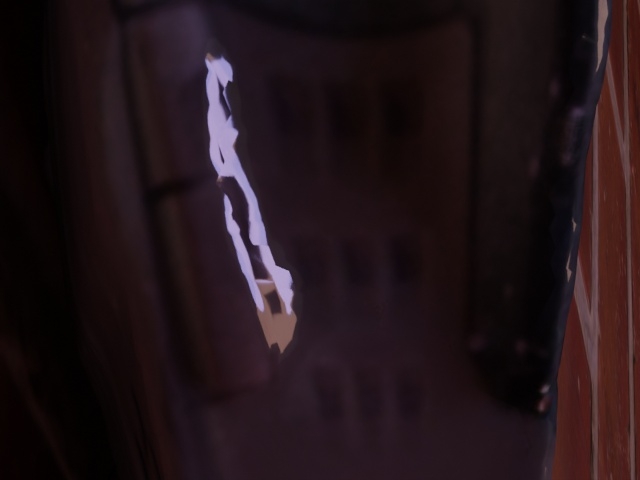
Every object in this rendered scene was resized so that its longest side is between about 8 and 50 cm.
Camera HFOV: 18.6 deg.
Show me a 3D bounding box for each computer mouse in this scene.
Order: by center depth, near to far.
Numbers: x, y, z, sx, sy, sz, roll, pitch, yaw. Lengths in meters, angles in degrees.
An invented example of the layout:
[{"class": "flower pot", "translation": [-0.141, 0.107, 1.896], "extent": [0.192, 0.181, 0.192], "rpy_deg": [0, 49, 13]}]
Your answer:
[{"class": "computer mouse", "translation": [-0.006, -0.002, 0.421], "extent": [0.199, 0.115, 0.389], "rpy_deg": [43, 53, -85]}]
